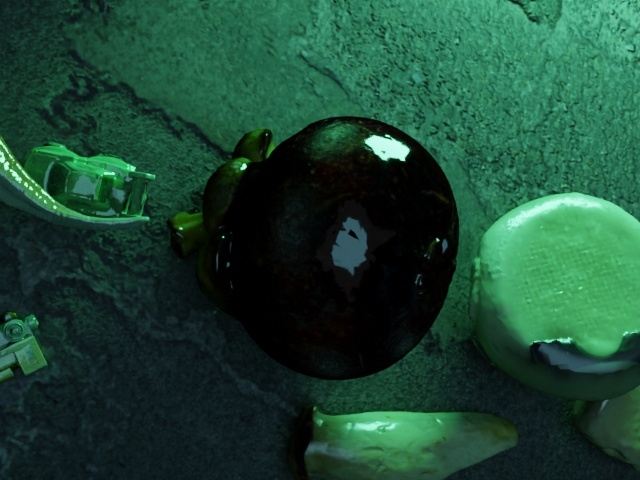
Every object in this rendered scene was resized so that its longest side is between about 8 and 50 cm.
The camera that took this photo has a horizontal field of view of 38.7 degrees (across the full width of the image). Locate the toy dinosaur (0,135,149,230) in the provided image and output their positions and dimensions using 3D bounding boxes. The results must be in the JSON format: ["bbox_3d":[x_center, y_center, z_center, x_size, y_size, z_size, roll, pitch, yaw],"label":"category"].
[{"bbox_3d":[-0.394,-0.062,1.028,0.393,0.092,0.205,10,90,4],"label":"toy dinosaur"}]

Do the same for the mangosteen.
[{"bbox_3d":[0.011,0.004,1.100,0.330,0.330,0.330,0,90,-19],"label":"mangosteen"}]

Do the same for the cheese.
[{"bbox_3d":[0.480,0.198,1.353,0.159,0.093,0.263,35,78,-18],"label":"cheese"}]

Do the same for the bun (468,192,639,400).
[{"bbox_3d":[0.335,0.087,1.260,0.293,0.187,0.293,3,66,-7],"label":"bun"}]

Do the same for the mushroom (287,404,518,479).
[{"bbox_3d":[0.114,0.282,1.233,0.333,0.087,0.107,7,87,-21],"label":"mushroom"}]

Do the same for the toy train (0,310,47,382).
[{"bbox_3d":[-0.387,0.135,1.083,0.122,0.050,0.081,-27,105,-18],"label":"toy train"}]

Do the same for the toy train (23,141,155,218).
[{"bbox_3d":[-0.283,-0.065,1.100,0.149,0.081,0.099,13,86,-19],"label":"toy train"}]
